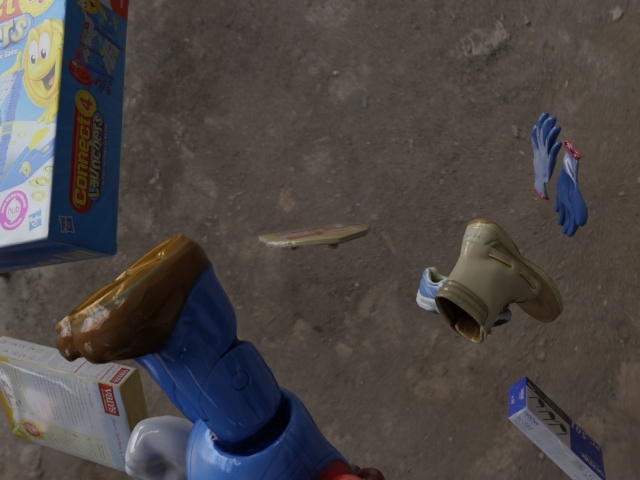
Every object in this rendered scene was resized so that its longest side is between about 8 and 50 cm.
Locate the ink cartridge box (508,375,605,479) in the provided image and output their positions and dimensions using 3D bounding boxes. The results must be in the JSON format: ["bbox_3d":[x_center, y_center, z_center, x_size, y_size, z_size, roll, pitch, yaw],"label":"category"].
[{"bbox_3d":[0.437,0.357,1.177,0.207,0.097,0.046,43,119,-5],"label":"ink cartridge box"}]

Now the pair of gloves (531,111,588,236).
[{"bbox_3d":[0.380,-0.104,1.014,0.023,0.198,0.159,-12,127,0],"label":"pair of gloves"}]

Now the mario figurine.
[{"bbox_3d":[-0.035,0.163,0.358,0.170,0.198,0.320,-38,97,8],"label":"mario figurine"}]

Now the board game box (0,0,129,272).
[{"bbox_3d":[-0.359,-0.119,0.693,0.308,0.086,0.302,-9,75,25],"label":"board game box"}]

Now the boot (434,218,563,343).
[{"bbox_3d":[0.330,0.115,1.167,0.262,0.203,0.095,45,147,-19],"label":"boot"}]

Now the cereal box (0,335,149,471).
[{"bbox_3d":[-0.358,0.237,0.915,0.240,0.047,0.173,9,121,18],"label":"cereal box"}]

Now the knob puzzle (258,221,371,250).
[{"bbox_3d":[0.000,0.000,1.092,0.213,0.213,0.030,-3,98,24],"label":"knob puzzle"}]

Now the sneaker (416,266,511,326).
[{"bbox_3d":[0.275,0.113,1.246,0.211,0.080,0.081,16,113,42],"label":"sneaker"}]
